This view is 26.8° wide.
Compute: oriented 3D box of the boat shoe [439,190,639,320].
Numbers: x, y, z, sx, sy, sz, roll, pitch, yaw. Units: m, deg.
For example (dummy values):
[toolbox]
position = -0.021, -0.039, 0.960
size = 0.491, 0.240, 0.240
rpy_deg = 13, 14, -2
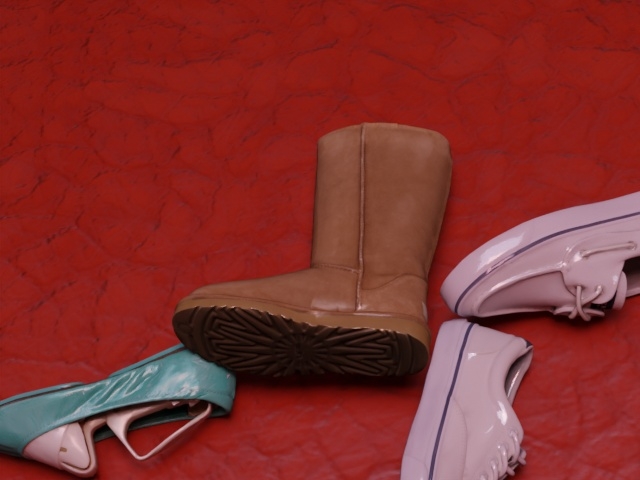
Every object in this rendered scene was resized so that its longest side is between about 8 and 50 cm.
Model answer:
[boat shoe]
position = 0.241, 0.028, 1.202
size = 0.267, 0.096, 0.088
rpy_deg = -15, 58, -20

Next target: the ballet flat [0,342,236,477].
[ballet flat]
position = -0.190, 0.160, 1.192
size = 0.247, 0.083, 0.087
rpy_deg = -18, 64, -3

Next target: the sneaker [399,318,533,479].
[sneaker]
position = 0.124, 0.177, 1.122
size = 0.091, 0.094, 0.258
rpy_deg = 4, 56, 17

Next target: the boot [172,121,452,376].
[boot]
position = 0.000, 0.000, 1.240
size = 0.236, 0.089, 0.269
rpy_deg = 8, 46, -1
